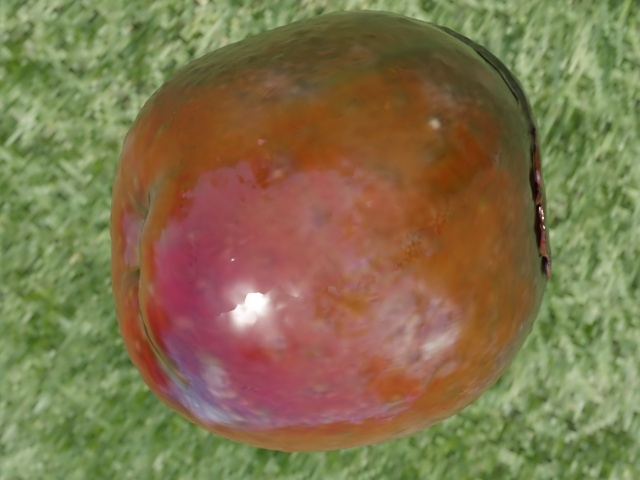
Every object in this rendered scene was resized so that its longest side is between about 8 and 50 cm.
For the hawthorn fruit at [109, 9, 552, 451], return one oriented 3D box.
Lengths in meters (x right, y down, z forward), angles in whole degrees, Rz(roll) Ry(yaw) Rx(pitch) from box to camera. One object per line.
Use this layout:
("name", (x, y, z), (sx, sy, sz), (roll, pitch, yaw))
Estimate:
("hawthorn fruit", (0.000, 0.000, 0.642), (0.173, 0.173, 0.173), (14, 131, 17))
